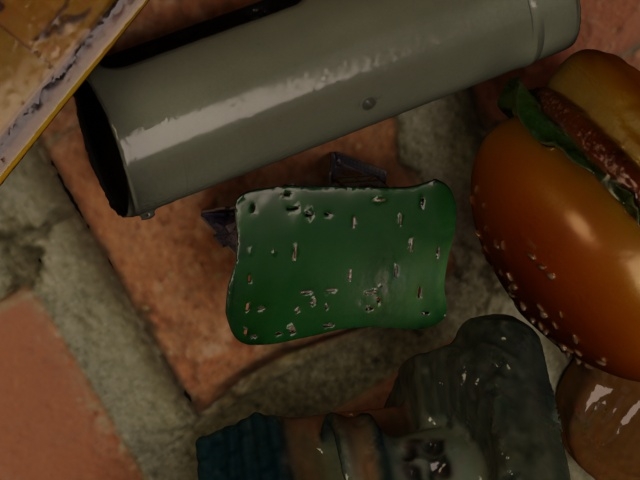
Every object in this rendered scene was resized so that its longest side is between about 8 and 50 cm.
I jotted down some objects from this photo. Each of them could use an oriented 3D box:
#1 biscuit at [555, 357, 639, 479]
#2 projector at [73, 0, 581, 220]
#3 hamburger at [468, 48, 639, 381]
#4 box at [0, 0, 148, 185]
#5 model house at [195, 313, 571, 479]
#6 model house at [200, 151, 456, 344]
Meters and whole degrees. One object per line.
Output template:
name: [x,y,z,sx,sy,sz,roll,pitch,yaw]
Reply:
biscuit: [0.331,0.043,1.326,0.269,0.051,0.376,21,100,-31]
projector: [0.006,-0.120,1.080,0.337,0.108,0.108,-22,117,-15]
hamburger: [0.201,-0.007,1.137,0.170,0.246,0.246,-44,121,1]
box: [-0.210,-0.158,0.947,0.193,0.084,0.301,39,92,-11]
model house: [-0.001,0.212,1.111,0.325,0.267,0.194,-5,153,-10]
model house: [0.000,0.000,1.135,0.167,0.088,0.117,-6,112,-21]
